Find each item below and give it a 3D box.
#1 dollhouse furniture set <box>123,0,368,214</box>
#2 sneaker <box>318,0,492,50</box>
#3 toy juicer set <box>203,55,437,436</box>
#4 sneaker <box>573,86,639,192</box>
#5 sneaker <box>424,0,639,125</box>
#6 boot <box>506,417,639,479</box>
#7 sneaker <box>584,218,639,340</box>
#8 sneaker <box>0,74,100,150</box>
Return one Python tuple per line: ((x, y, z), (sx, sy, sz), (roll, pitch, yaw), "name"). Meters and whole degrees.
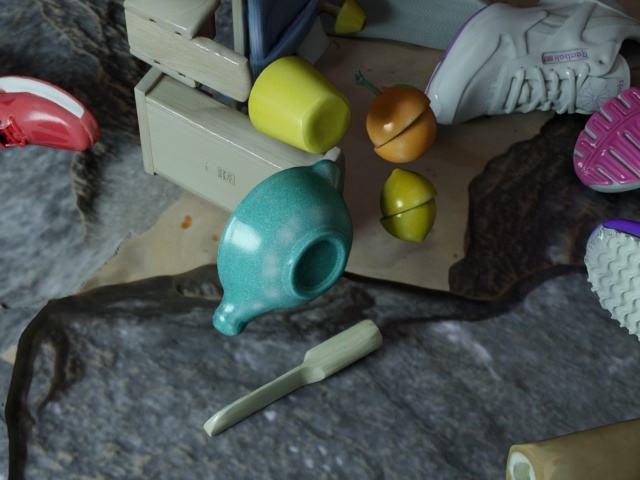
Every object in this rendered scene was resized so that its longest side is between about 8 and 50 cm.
((-0.012, -0.193, 1.285), (0.198, 0.286, 0.303), (27, 62, 13), "dollhouse furniture set")
((0.055, -0.319, 1.536), (0.292, 0.108, 0.169), (14, 46, -12), "sneaker")
((0.000, 0.000, 1.165), (0.209, 0.329, 0.089), (-7, 31, -42), "toy juicer set")
((0.383, -0.119, 1.423), (0.252, 0.111, 0.103), (-28, 69, -4), "sneaker")
((0.245, -0.191, 1.445), (0.305, 0.114, 0.152), (-29, 59, -30), "sneaker")
((0.279, 0.154, 1.118), (0.269, 0.089, 0.236), (-12, 85, -20), "boot")
((0.399, 0.048, 1.288), (0.293, 0.102, 0.146), (27, 44, 8), "sneaker")
((-0.332, -0.097, 1.293), (0.221, 0.087, 0.128), (14, 56, 18), "sneaker")
